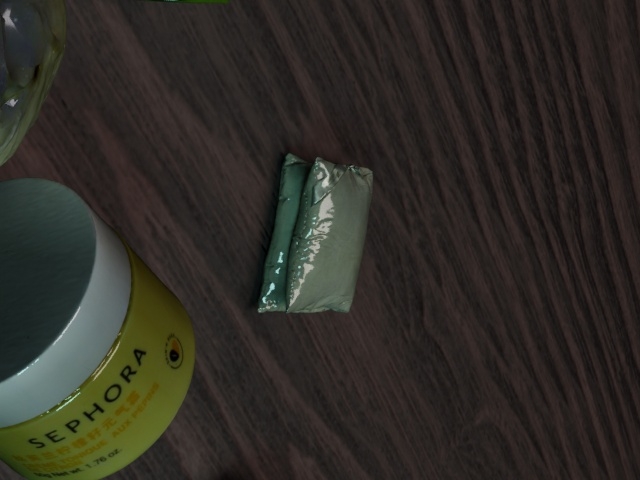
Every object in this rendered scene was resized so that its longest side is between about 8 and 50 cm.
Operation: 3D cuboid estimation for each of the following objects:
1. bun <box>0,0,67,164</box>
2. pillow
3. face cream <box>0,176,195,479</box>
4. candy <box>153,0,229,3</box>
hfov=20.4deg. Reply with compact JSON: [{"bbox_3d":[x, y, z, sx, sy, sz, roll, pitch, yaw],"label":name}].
[{"bbox_3d":[-0.307,-0.159,1.446,0.273,0.168,0.273,-14,107,-57],"label":"bun"},{"bbox_3d":[0.000,0.000,1.974,0.134,0.078,0.181,8,95,-54],"label":"pillow"},{"bbox_3d":[-0.243,0.082,1.557,0.218,0.218,0.179,-62,142,-19],"label":"face cream"},{"bbox_3d":[-0.143,-0.346,1.652,0.149,0.069,0.246,6,103,-8],"label":"candy"}]
